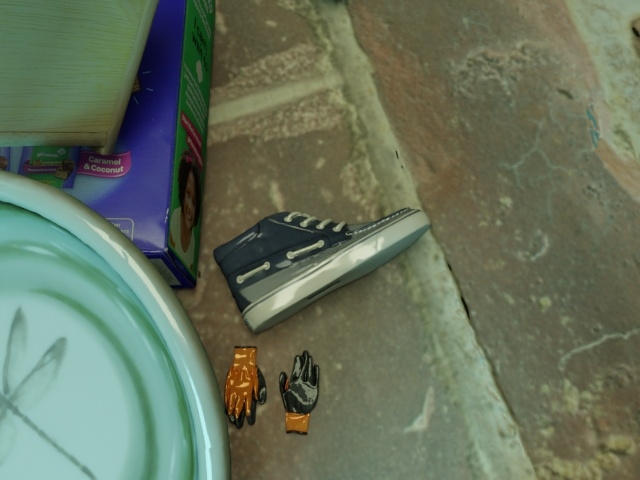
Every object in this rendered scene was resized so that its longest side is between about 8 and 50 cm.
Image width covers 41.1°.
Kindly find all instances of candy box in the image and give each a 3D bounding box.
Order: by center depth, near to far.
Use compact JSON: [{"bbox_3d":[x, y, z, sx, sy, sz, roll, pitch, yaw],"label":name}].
[{"bbox_3d":[-0.245,-0.121,0.787,0.268,0.122,0.317,0,72,3],"label":"candy box"}]

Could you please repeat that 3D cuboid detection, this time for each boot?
[{"bbox_3d":[0.000,0.000,0.766,0.190,0.069,0.086,-29,76,-6],"label":"boot"}]

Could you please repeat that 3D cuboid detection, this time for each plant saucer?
[{"bbox_3d":[-0.240,0.141,0.662,0.400,0.100,0.400,2,98,18],"label":"plant saucer"}]

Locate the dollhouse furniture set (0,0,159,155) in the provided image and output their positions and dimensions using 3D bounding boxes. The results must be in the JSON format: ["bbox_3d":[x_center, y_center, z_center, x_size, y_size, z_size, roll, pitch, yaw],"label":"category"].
[{"bbox_3d":[-0.351,-0.220,0.624,0.394,0.256,0.362,29,109,23],"label":"dollhouse furniture set"}]

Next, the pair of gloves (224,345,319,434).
[{"bbox_3d":[-0.043,0.131,0.754,0.083,0.010,0.074,5,71,2],"label":"pair of gloves"}]
